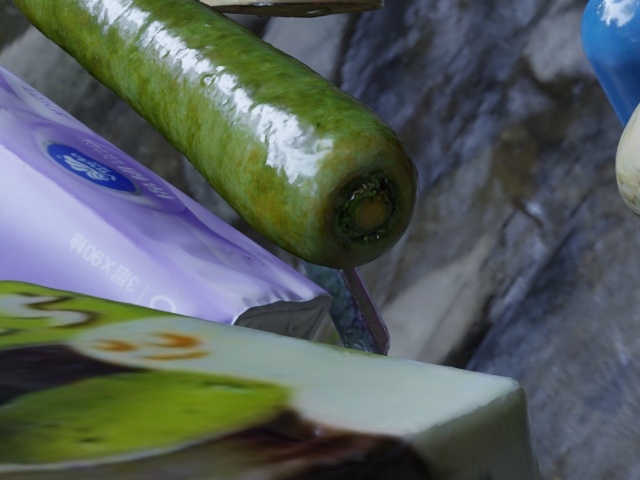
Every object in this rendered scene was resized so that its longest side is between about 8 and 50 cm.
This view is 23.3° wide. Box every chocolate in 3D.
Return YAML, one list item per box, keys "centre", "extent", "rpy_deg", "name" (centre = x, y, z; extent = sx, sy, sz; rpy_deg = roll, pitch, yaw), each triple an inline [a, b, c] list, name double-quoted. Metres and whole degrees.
- centre: [-0.104, 0.106, 0.493]
  extent: [0.288, 0.301, 0.137]
  rpy_deg: [9, 99, 32]
  name: "chocolate"

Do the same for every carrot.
- centre: [-0.074, -0.087, 0.768]
  extent: [0.074, 0.074, 0.358]
  rpy_deg: [-56, 44, 3]
  name: "carrot"

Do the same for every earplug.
- centre: [0.334, -0.140, 1.465]
  extent: [0.132, 0.273, 0.132]
  rpy_deg: [-25, 38, 21]
  name: "earplug"

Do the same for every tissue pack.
- centre: [-0.200, 0.048, 1.025]
  extent: [0.338, 0.160, 0.242]
  rpy_deg: [33, 105, 20]
  name: "tissue pack"

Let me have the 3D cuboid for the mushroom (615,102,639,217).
- centre: [0.293, -0.074, 1.212]
  extent: [0.148, 0.112, 0.148]
  rpy_deg: [-52, -11, -14]
  name: "mushroom"

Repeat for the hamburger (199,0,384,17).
- centre: [-0.025, -0.245, 1.212]
  extent: [0.175, 0.175, 0.137]
  rpy_deg: [2, 95, 56]
  name: "hamburger"

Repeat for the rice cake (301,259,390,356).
- centre: [0.000, 0.000, 1.167]
  extent: [0.036, 0.207, 0.047]
  rpy_deg: [-24, 2, 30]
  name: "rice cake"
